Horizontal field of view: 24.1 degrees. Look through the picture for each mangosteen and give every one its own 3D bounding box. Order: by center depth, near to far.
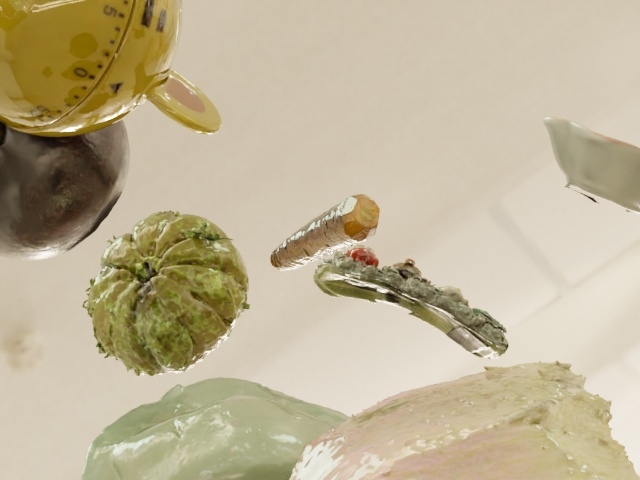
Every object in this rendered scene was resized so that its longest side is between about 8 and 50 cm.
[{"bbox_3d":[-0.445,-0.125,2.246,0.330,0.330,0.330,-26,-26,-13],"label":"mangosteen"}]

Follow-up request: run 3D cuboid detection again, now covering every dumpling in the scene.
[{"bbox_3d":[-0.098,0.275,1.709,0.320,0.270,0.212,19,-92,-31],"label":"dumpling"}]

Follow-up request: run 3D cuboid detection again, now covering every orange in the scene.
[{"bbox_3d":[-0.262,0.104,2.642,0.223,0.300,0.301,49,-122,-47],"label":"orange"}]

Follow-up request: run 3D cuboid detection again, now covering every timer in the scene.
[{"bbox_3d":[-0.321,-0.302,2.023,0.387,0.376,0.376,17,-53,-44],"label":"timer"}]

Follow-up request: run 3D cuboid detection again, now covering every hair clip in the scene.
[{"bbox_3d":[0.151,0.084,2.363,0.138,0.321,0.091,134,160,-69],"label":"hair clip"}]

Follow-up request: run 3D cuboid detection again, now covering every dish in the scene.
[{"bbox_3d":[0.376,-0.082,1.908,0.229,0.229,0.081,17,-82,-58],"label":"dish"}]

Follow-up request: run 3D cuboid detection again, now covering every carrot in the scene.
[{"bbox_3d":[0.000,0.000,2.180,0.066,0.066,0.314,-17,-7,-29],"label":"carrot"}]

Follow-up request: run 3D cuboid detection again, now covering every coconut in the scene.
[{"bbox_3d":[0.114,0.320,1.295,0.404,0.404,0.404,-26,-26,-13],"label":"coconut"}]
